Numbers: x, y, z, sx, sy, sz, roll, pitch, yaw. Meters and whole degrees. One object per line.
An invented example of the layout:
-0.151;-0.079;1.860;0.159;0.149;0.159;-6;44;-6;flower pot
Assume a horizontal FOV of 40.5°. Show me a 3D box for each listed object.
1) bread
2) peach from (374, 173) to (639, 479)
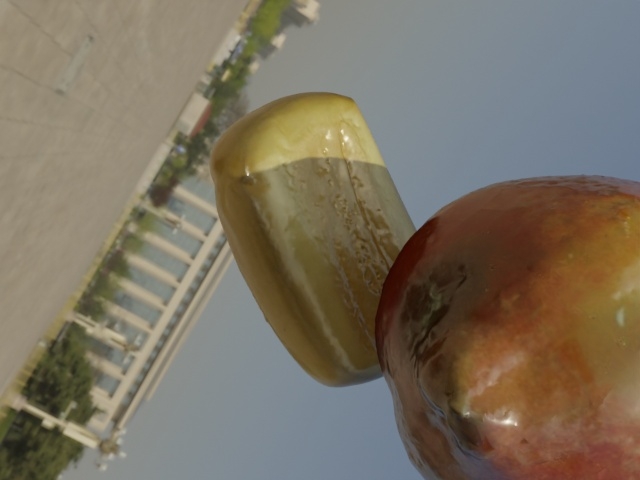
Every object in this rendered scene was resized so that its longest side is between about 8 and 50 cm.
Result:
0.000;0.000;0.647;0.147;0.217;0.098;-29;-168;-34;bread
0.136;0.071;0.499;0.257;0.232;0.232;-15;153;-47;peach
